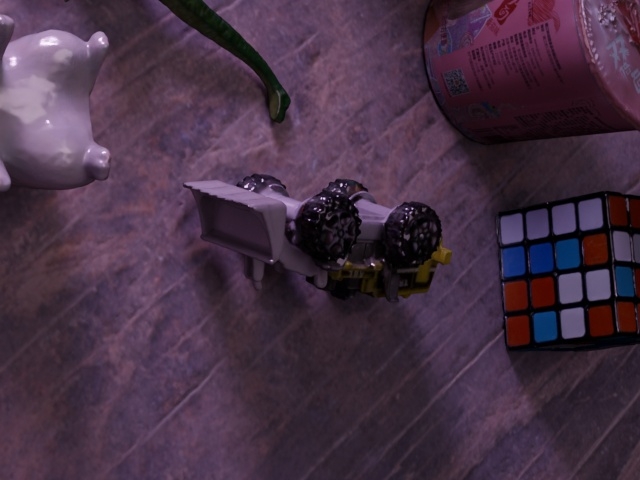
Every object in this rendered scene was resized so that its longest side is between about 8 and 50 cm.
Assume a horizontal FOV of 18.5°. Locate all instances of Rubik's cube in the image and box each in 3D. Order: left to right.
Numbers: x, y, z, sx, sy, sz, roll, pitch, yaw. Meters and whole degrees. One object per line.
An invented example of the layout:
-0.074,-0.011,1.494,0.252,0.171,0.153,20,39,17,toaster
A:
0.297,0.037,2.122,0.151,0.154,0.155,3,80,-46,Rubik's cube

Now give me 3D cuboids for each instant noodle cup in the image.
0.257,-0.211,2.076,0.243,0.231,0.243,10,75,-44,instant noodle cup

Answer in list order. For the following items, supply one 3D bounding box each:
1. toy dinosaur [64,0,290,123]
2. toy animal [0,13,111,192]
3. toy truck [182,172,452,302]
-0.156,-0.306,1.780,0.300,0.087,0.447,-17,101,-45,toy dinosaur
-0.294,-0.105,1.559,0.282,0.138,0.141,4,84,-44,toy animal
0.000,0.000,1.848,0.285,0.136,0.111,6,99,-44,toy truck
